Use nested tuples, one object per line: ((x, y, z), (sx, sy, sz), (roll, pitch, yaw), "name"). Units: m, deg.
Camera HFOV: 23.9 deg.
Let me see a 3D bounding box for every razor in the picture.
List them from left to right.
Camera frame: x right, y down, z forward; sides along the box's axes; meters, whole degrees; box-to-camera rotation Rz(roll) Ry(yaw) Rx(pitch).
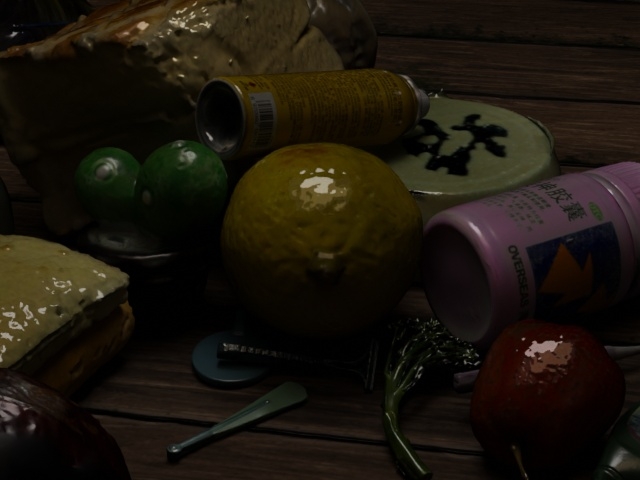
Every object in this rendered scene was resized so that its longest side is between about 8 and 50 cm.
((-0.028, 0.142, 1.778), (0.190, 0.033, 0.066), (6, 63, 4), "razor")

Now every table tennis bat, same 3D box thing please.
((-0.103, 0.130, 1.826), (0.100, 0.019, 0.155), (2, 30, 3), "table tennis bat")

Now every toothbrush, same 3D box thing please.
((0.307, 0.136, 1.760), (0.354, 0.024, 0.029), (-8, 19, -25), "toothbrush")

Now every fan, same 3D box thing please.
((-0.092, 0.202, 1.692), (0.193, 0.016, 0.038), (-24, 38, -36), "fan")

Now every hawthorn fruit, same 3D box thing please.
((0.225, 0.183, 1.603), (0.163, 0.162, 0.203), (18, 51, 32), "hawthorn fruit")

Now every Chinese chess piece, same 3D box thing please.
((0.156, -0.079, 2.070), (0.349, 0.146, 0.349), (-1, 29, 1), "Chinese chess piece")

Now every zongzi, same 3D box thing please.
((-0.497, -0.425, 2.445), (0.208, 0.432, 0.403), (-2, 25, 15), "zongzi")

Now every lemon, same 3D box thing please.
((0.001, -0.001, 1.817), (0.267, 0.267, 0.267), (-1, 28, 1), "lemon")

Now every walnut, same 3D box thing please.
((-0.028, -0.316, 2.438), (0.248, 0.248, 0.248), (-1, 28, 1), "walnut")

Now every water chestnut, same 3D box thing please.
((-0.284, 0.258, 1.342), (0.244, 0.289, 0.289), (28, 39, 34), "water chestnut")

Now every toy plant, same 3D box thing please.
((-0.208, -0.018, 1.861), (0.218, 0.235, 0.175), (11, 25, 31), "toy plant")

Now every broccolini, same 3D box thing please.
((0.129, 0.182, 1.700), (0.123, 0.062, 0.271), (-4, 35, 5), "broccolini")

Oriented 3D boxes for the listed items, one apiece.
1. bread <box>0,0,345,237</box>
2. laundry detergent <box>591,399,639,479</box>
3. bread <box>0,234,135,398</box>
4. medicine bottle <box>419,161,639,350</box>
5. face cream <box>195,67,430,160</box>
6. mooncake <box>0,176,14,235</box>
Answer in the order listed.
((-0.210, -0.209, 2.101), (0.371, 0.279, 0.390), (-9, 19, 31), "bread")
((0.362, 0.226, 1.582), (0.211, 0.063, 0.137), (-25, 43, -37), "laundry detergent")
((-0.401, 0.125, 1.694), (0.236, 0.165, 0.375), (17, 33, 22), "bread")
((0.285, 0.015, 1.856), (0.291, 0.178, 0.178), (-16, 31, -25), "medicine bottle")
((0.007, -0.166, 1.933), (0.349, 0.105, 0.105), (-9, 27, -41), "face cream")
((-0.561, -0.053, 2.069), (0.275, 0.135, 0.275), (1, 31, -1), "mooncake")
